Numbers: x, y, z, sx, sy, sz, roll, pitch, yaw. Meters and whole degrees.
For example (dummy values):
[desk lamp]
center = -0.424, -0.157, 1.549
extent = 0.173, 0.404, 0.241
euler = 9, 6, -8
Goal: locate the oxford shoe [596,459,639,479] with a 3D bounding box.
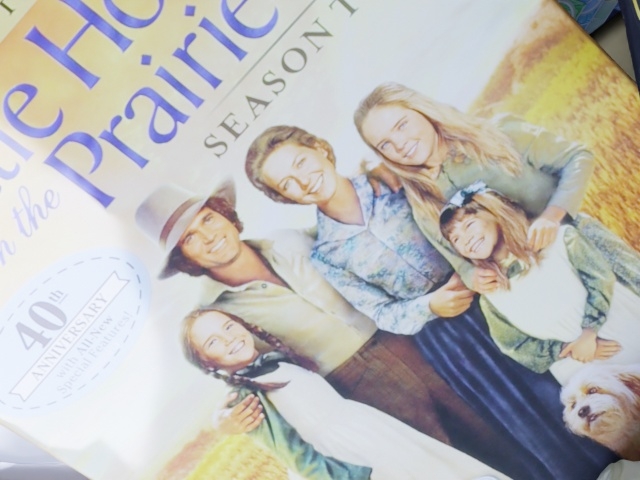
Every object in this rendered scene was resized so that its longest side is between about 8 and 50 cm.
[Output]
[oxford shoe]
center = 0.147, 0.324, 0.623
extent = 0.130, 0.169, 0.450
euler = 8, 100, 18

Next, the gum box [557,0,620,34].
[gum box]
center = 0.070, -0.155, 0.633
extent = 0.157, 0.184, 0.041
euler = -39, 39, 12

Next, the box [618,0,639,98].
[box]
center = 0.261, -0.181, 0.494
extent = 0.318, 0.097, 0.395
euler = -7, 77, -9

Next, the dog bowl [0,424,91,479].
[dog bowl]
center = -0.137, -0.010, 0.641
extent = 0.348, 0.102, 0.349
euler = -5, 117, -10

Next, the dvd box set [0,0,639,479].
[dvd box set]
center = 0.000, 0.000, 0.585
extent = 0.307, 0.062, 0.420
euler = -45, 117, 11
